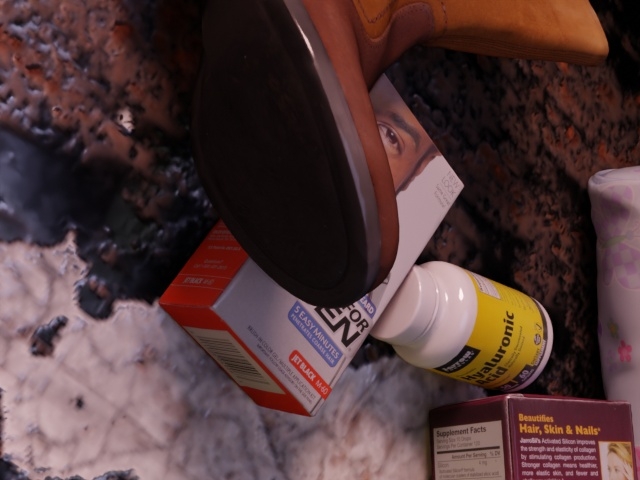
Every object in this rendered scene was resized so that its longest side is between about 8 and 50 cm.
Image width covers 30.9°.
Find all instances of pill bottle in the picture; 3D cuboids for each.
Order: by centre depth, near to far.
[{"bbox_3d":[0.081,0.049,0.692,0.116,0.065,0.065,21,79,-39],"label":"pill bottle"}]

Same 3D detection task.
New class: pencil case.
[{"bbox_3d":[0.247,0.078,0.808,0.113,0.124,0.273,-4,95,-5],"label":"pencil case"}]

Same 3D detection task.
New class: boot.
[{"bbox_3d":[0.051,-0.099,0.605,0.280,0.096,0.264,-5,59,-43],"label":"boot"}]

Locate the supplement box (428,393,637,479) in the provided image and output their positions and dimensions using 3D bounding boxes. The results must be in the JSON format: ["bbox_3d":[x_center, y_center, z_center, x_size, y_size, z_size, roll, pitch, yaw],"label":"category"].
[{"bbox_3d":[0.132,0.191,0.700,0.104,0.081,0.188,7,74,-31],"label":"supplement box"}]

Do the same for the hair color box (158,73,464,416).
[{"bbox_3d":[0.000,0.000,0.628,0.093,0.053,0.167,50,61,-30],"label":"hair color box"}]
